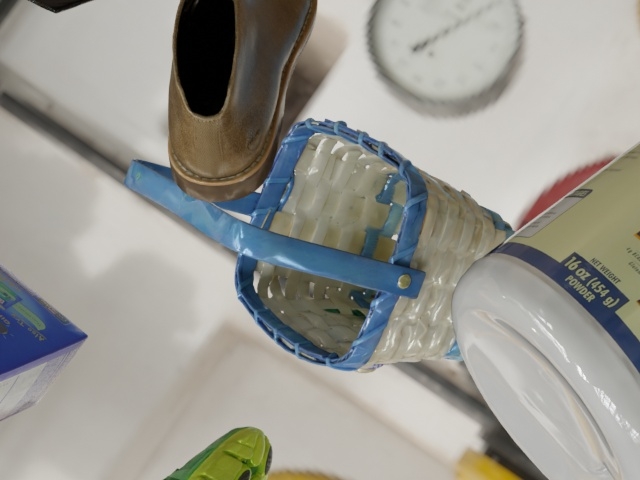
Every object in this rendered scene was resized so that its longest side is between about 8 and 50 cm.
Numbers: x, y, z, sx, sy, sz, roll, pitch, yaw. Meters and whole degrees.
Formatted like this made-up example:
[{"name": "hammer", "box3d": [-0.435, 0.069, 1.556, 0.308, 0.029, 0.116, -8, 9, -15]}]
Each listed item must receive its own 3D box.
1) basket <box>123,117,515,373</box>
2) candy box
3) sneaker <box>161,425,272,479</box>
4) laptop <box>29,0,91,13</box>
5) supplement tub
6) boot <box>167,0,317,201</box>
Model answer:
[{"name": "basket", "box3d": [0.000, 0.000, 1.507, 0.289, 0.201, 0.255, 20, -173, -31]}, {"name": "candy box", "box3d": [-0.448, 0.093, 1.963, 0.268, 0.122, 0.317, 39, -166, 9]}, {"name": "sneaker", "box3d": [-0.182, 0.308, 2.042, 0.123, 0.295, 0.109, 31, 153, 45]}, {"name": "laptop", "box3d": [-0.286, -0.384, 1.991, 0.264, 0.234, 0.136, 30, 133, 39]}, {"name": "supplement tub", "box3d": [0.287, 0.035, 1.330, 0.235, 0.325, 0.235, 49, 164, 19]}, {"name": "boot", "box3d": [-0.063, -0.186, 1.346, 0.112, 0.305, 0.115, 1, 146, 5]}]
